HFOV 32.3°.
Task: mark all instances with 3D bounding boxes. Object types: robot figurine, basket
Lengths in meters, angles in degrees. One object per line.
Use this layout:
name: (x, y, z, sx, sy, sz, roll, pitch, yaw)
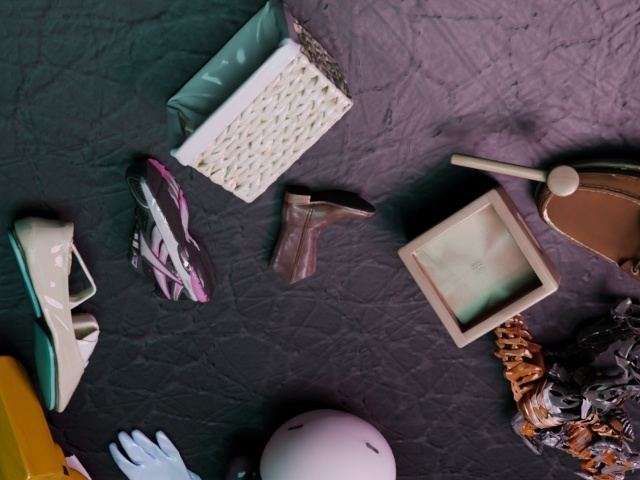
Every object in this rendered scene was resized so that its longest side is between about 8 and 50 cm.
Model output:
robot figurine: (0.000, 0.340, 1.372, 0.209, 0.173, 0.278, -11, 126, -28)
basket: (-0.061, -0.136, 1.100, 0.167, 0.113, 0.103, -41, 122, 18)

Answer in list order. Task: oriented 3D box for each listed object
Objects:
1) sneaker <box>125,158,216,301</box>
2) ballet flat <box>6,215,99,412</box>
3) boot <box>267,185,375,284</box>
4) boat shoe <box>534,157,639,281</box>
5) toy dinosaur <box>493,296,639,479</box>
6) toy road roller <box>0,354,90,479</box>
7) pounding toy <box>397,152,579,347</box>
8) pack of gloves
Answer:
sneaker: (-0.180, 0.001, 1.197, 0.077, 0.072, 0.178, -12, 118, 13)
ballet flat: (-0.286, 0.082, 1.232, 0.086, 0.086, 0.248, -5, 121, -4)
boot: (0.000, 0.000, 1.235, 0.106, 0.037, 0.114, 12, 117, 1)
boat shoe: (0.378, 0.000, 1.190, 0.307, 0.104, 0.111, 17, 129, 9)
toy dinosaur: (0.310, 0.182, 1.332, 0.218, 0.164, 0.322, -28, 140, 28)
toy road roller: (-0.375, 0.305, 1.301, 0.202, 0.240, 0.329, -26, 79, 10)
pounding toy: (0.194, -0.018, 1.209, 0.206, 0.094, 0.181, -33, 88, 15)
pack of gloves: (-0.237, 0.350, 1.420, 0.195, 0.046, 0.232, -28, 121, 11)
